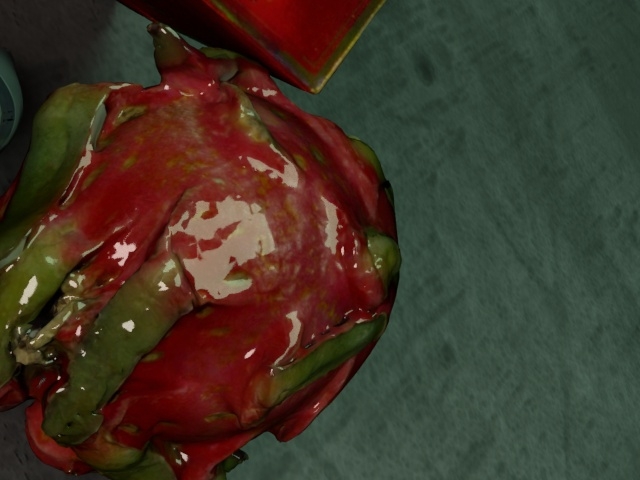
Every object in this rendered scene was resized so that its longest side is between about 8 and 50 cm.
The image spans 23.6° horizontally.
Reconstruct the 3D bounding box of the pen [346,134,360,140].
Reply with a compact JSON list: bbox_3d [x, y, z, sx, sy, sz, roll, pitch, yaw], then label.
[{"bbox_3d":[0.000,0.000,1.205,0.032,0.040,0.233,45,40,-27],"label":"pen"}]

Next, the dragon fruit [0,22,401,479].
[{"bbox_3d":[-0.083,0.021,0.881,0.231,0.237,0.303,48,34,2],"label":"dragon fruit"}]

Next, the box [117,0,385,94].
[{"bbox_3d":[-0.117,-0.210,0.962,0.197,0.089,0.313,37,-2,-34],"label":"box"}]

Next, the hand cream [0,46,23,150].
[{"bbox_3d":[-0.187,-0.070,0.831,0.048,0.079,0.255,18,2,-9],"label":"hand cream"}]
